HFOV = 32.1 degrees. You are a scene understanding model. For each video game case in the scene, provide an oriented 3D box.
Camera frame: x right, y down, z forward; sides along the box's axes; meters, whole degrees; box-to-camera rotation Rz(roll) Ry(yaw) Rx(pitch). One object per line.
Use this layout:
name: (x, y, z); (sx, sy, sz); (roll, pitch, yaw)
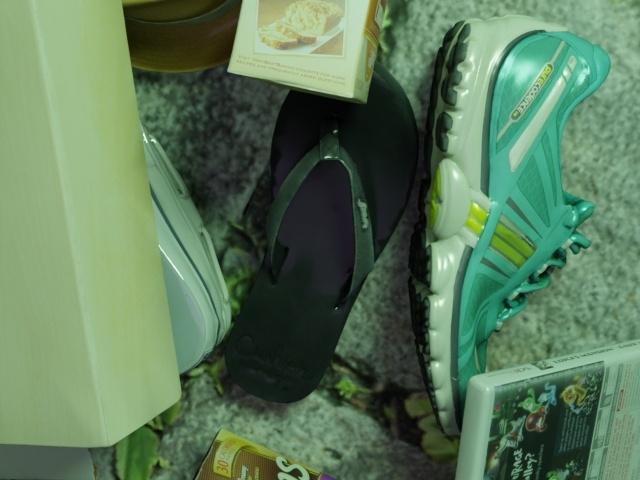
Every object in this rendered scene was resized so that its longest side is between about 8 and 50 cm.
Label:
video game case: (0.157, 0.161, 0.726); (0.173, 0.022, 0.190); (-8, 113, -31)

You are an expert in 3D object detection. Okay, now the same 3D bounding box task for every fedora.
fedora: (-0.109, -0.188, 0.679); (0.194, 0.079, 0.194); (3, 109, 8)

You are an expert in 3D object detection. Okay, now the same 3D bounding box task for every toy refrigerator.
toy refrigerator: (-0.161, -0.023, 0.650); (0.102, 0.094, 0.269); (-3, 100, 24)

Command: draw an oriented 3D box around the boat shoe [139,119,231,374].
boat shoe: (-0.140, -0.034, 0.734); (0.095, 0.084, 0.258); (-22, 95, 19)

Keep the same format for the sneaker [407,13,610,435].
sneaker: (0.115, 0.000, 0.696); (0.110, 0.107, 0.275); (6, 110, -2)

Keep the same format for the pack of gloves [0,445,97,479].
pack of gloves: (-0.257, 0.209, 0.826); (0.232, 0.046, 0.195); (-11, 105, 29)

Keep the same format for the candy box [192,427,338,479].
candy box: (-0.007, 0.212, 0.780); (0.187, 0.109, 0.053); (23, 111, 1)

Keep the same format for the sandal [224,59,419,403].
sandal: (0.001, 0.001, 0.736); (0.097, 0.054, 0.254); (15, 110, 4)

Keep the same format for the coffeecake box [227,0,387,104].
coffeecake box: (0.010, -0.173, 0.610); (0.068, 0.142, 0.185); (12, 97, 4)
